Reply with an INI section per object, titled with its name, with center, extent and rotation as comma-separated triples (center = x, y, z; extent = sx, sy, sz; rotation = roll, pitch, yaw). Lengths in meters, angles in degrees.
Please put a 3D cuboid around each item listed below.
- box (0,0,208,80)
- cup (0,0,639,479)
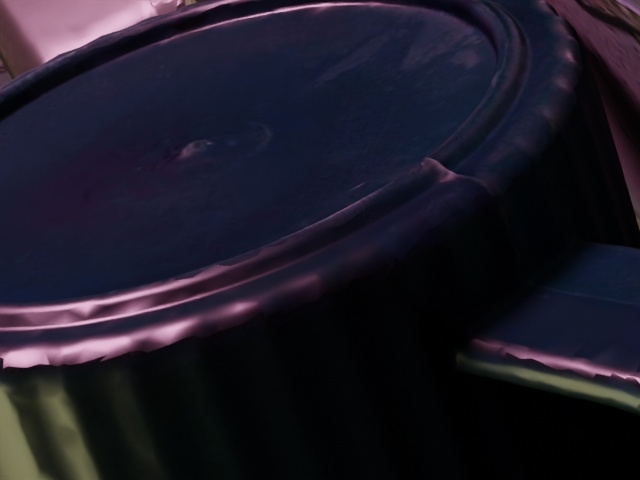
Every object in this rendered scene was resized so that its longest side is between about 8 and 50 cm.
[box]
center = -0.044, -0.075, 0.850
extent = 0.220, 0.166, 0.290
rotation = 55, 173, 38
[cup]
center = 0.012, 0.100, 0.573
extent = 0.308, 0.242, 0.292
rotation = -126, 16, -63
